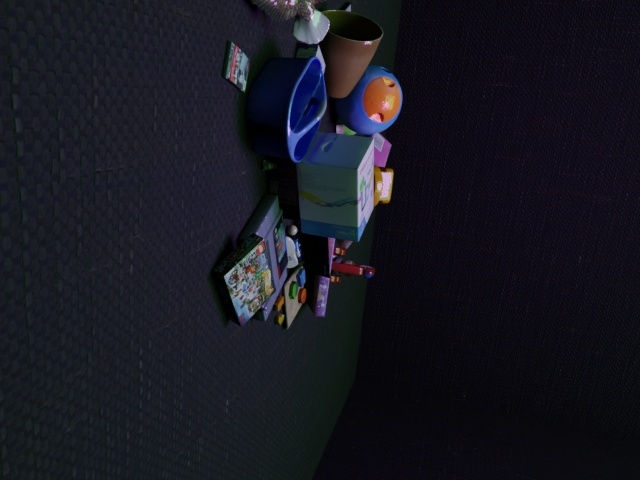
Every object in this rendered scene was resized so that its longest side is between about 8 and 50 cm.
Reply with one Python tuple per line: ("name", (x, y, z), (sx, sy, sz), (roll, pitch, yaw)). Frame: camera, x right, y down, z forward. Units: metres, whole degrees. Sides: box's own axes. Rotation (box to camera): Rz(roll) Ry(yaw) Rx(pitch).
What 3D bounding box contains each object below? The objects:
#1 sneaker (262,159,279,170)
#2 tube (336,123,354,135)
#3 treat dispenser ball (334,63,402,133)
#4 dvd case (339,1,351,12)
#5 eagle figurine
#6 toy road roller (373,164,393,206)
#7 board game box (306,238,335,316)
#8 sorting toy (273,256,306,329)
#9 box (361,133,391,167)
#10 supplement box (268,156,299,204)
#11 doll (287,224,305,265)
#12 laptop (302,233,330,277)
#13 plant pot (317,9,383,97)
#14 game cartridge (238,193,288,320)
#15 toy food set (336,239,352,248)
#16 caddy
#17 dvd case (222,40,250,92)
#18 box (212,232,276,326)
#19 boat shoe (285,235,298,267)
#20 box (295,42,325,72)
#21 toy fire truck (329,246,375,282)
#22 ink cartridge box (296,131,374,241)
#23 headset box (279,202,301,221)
("sneaker", (-0.150, -0.230, 1.613), (0.083, 0.035, 0.031), (-50, 146, -65))
("tube", (0.113, -0.506, 2.469), (0.070, 0.062, 0.240), (53, 29, -3))
("treat dispenser ball", (0.202, -0.596, 2.263), (0.288, 0.288, 0.288), (9, 90, -76))
("dvd case", (0.097, -0.842, 2.233), (0.180, 0.022, 0.253), (-64, 159, -48))
("eagle figurine", (-0.072, -0.662, 1.352), (0.298, 0.225, 0.226), (-30, 139, -86))
("toy road roller", (0.133, -0.226, 2.087), (0.329, 0.240, 0.202), (27, -66, 57))
("board game box", (0.000, 0.130, 2.276), (0.208, 0.056, 0.347), (-130, -133, -80))
("sorting toy", (-0.109, 0.230, 2.077), (0.307, 0.041, 0.229), (-58, 153, -58))
("box", (0.175, -0.347, 2.403), (0.117, 0.243, 0.213), (38, 50, -23))
("supplement box", (-0.099, -0.214, 1.688), (0.081, 0.104, 0.188), (-28, 127, -72))
("doll", (-0.089, 0.013, 1.985), (0.189, 0.046, 0.129), (80, 4, -48))
("laptop", (0.000, 0.000, 2.102), (0.264, 0.136, 0.234), (-39, 129, -70))
("plant pot", (0.074, -0.655, 1.918), (0.237, 0.237, 0.254), (-66, 175, -46))
("game cartridge", (-0.169, 0.057, 1.688), (0.230, 0.068, 0.355), (-61, 157, -43))
("toy food set", (0.160, -0.143, 2.546), (0.220, 0.092, 0.306), (124, -25, -52))
("caddy", (-0.074, -0.378, 1.525), (0.241, 0.179, 0.341), (83, 21, -47))
("dvd case", (-0.205, -0.424, 1.309), (0.119, 0.013, 0.087), (7, 93, -75))
("box", (-0.205, 0.113, 1.486), (0.159, 0.044, 0.233), (-46, 148, -30))
("boat shoe", (-0.117, 0.028, 1.882), (0.184, 0.066, 0.063), (66, 3, -58))
("box", (-0.040, -0.556, 1.763), (0.126, 0.072, 0.137), (50, 50, -73))
("toy fire truck", (0.124, 0.123, 2.485), (0.302, 0.254, 0.169), (18, 82, -80))
("ink cartridge box", (0.052, -0.171, 1.677), (0.198, 0.197, 0.270), (-63, 156, -46))
("headset box", (-0.043, -0.196, 1.913), (0.293, 0.110, 0.218), (-34, 132, -71))
